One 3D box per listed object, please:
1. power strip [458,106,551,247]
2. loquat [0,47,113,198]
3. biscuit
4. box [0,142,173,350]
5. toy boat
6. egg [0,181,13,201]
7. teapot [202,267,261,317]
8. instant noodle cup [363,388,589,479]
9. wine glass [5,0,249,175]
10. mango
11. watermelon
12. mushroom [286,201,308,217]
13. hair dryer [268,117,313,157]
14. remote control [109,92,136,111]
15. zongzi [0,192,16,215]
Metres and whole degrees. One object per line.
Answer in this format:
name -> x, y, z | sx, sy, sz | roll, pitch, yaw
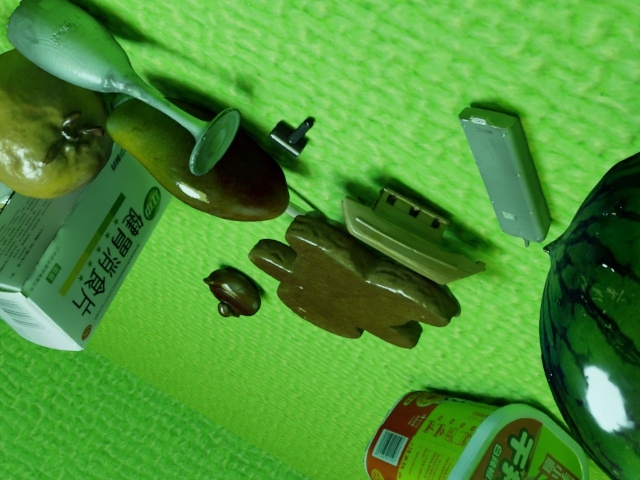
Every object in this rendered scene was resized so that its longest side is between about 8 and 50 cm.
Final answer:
power strip -> 0.206, -0.065, 1.239 | 0.060, 0.027, 0.252 | 17, 156, 31
loquat -> -0.401, -0.165, 1.608 | 0.238, 0.193, 0.238 | 46, 162, 20
biscuit -> 0.034, 0.062, 1.643 | 0.283, 0.064, 0.432 | 29, 164, -1
box -> -0.383, -0.016, 1.754 | 0.145, 0.332, 0.173 | 9, 149, 31
toy boat -> 0.118, -0.008, 1.425 | 0.200, 0.077, 0.057 | 30, 173, -4
egg -> -0.616, -0.173, 1.792 | 0.336, 0.278, 0.278 | 17, 172, -38
teapot -> -0.166, 0.101, 2.076 | 0.098, 0.078, 0.129 | 12, 152, 41
instant noodle cup -> 0.250, 0.397, 1.956 | 0.294, 0.294, 0.308 | 42, 165, -28
wine glass -> -0.224, -0.265, 1.373 | 0.309, 0.096, 0.264 | 35, 129, 12
mango -> -0.162, -0.109, 1.503 | 0.268, 0.133, 0.111 | 30, 147, 1
watermelon -> 0.351, 0.077, 0.923 | 0.363, 0.363, 0.363 | 27, 159, 11
mushroom -> 0.002, -0.002, 1.667 | 0.306, 0.043, 0.068 | 45, 174, -37
hair dryer -> -0.031, -0.135, 1.417 | 0.047, 0.026, 0.083 | 35, 156, -11
remote control -> -0.197, -0.129, 1.628 | 0.247, 0.052, 0.104 | 39, 159, -12
zongzi -> -0.629, -0.174, 2.061 | 0.274, 0.145, 0.300 | 15, 135, 7
